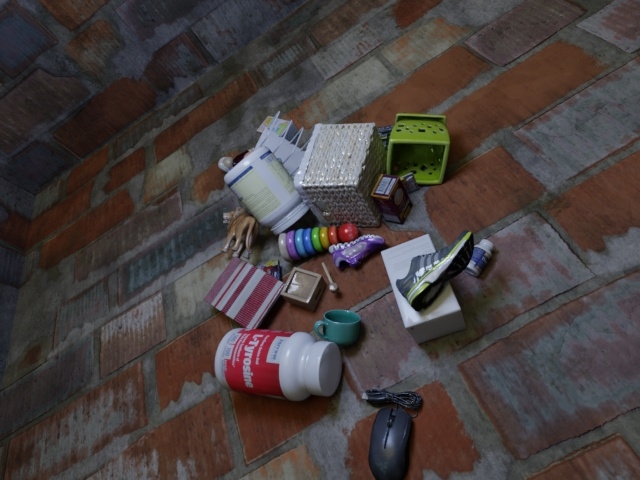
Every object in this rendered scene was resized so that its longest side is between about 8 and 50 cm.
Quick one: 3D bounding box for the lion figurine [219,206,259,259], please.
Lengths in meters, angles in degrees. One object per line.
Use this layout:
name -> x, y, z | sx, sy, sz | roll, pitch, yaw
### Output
lion figurine -> -0.345, -0.045, 1.858 | 0.392, 0.142, 0.240 | 3, 67, 57

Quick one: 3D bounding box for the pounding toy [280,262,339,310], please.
pounding toy -> -0.018, 0.181, 1.621 | 0.206, 0.094, 0.180 | 15, 63, 25

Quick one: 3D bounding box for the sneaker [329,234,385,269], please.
sneaker -> 0.148, 0.051, 1.613 | 0.237, 0.095, 0.104 | -18, 60, 24

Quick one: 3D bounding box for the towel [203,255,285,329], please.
towel -> -0.319, 0.218, 1.719 | 0.329, 0.037, 0.236 | 23, 73, 36

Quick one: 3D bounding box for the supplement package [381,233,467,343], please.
supplement package -> 0.341, 0.163, 1.370 | 0.178, 0.175, 0.292 | -21, 52, 13

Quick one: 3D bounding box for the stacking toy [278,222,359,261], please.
stacking toy -> 0.000, 0.000, 1.709 | 0.331, 0.141, 0.141 | -10, 56, 17

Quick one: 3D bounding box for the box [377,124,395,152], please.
box -> 0.289, -0.443, 1.877 | 0.191, 0.045, 0.183 | -3, 62, 27

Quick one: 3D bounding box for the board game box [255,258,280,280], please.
board game box -> -0.251, 0.199, 1.754 | 0.194, 0.060, 0.193 | -18, 54, 18

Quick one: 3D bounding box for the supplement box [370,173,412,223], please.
supplement box -> 0.280, -0.159, 1.603 | 0.081, 0.188, 0.104 | 16, 69, 37

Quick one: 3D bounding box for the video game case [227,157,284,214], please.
video game case -> -0.269, -0.248, 1.934 | 0.270, 0.244, 0.061 | -4, 31, 27

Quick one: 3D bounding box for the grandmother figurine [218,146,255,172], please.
grandmother figurine -> -0.400, -0.438, 2.221 | 0.343, 0.103, 0.207 | -7, 35, 23

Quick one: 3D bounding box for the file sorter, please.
file sorter -> -0.137, -0.429, 1.908 | 0.173, 0.278, 0.192 | -35, 31, 51

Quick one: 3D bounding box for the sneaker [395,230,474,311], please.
sneaker -> 0.347, 0.070, 1.249 | 0.300, 0.111, 0.121 | -42, 47, -9

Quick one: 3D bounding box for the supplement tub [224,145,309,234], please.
supplement tub -> -0.221, -0.208, 1.742 | 0.236, 0.324, 0.235 | -37, 12, 9

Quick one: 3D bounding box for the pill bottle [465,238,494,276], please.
pill bottle -> 0.539, 0.057, 1.399 | 0.067, 0.067, 0.120 | 30, 78, 39

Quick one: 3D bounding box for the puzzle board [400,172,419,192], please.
puzzle board -> 0.338, -0.219, 1.650 | 0.097, 0.128, 0.011 | -22, 61, 16

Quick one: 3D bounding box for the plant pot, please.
plant pot -> 0.387, -0.377, 1.638 | 0.228, 0.228, 0.207 | 6, 56, 10

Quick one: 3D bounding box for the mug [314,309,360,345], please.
mug -> 0.060, 0.313, 1.454 | 0.158, 0.129, 0.097 | 4, 102, 5

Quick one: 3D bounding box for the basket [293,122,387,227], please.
basket -> 0.107, -0.258, 1.676 | 0.267, 0.328, 0.330 | 4, 62, 29

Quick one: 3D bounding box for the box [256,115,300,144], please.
box -> -0.226, -0.580, 2.211 | 0.203, 0.103, 0.114 | 27, 75, 38

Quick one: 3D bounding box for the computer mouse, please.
computer mouse -> 0.202, 0.588, 1.243 | 0.189, 0.072, 0.271 | -4, 59, 26

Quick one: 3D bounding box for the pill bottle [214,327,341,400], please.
pill bottle -> -0.145, 0.430, 1.436 | 0.409, 0.229, 0.228 | -3, 59, 28
